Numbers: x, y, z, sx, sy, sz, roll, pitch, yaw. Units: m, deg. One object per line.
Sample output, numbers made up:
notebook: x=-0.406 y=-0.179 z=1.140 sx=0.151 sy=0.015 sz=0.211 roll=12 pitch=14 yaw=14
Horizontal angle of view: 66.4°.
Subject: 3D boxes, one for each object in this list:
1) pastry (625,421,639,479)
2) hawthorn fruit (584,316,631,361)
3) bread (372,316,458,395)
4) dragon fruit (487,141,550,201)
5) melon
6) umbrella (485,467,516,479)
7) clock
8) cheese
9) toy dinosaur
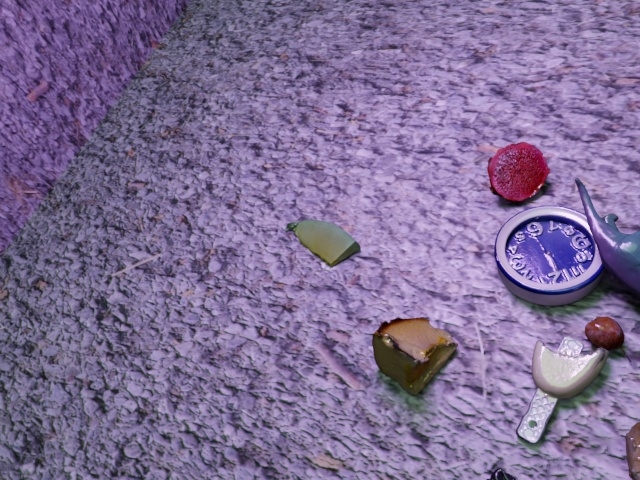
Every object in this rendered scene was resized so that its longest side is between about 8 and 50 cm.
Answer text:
pastry: x=0.621 y=0.377 z=0.813 sx=0.193 sy=0.093 sz=0.182 roll=-27 pitch=49 yaw=-1
hawthorn fruit: x=0.584 y=0.199 z=0.979 sx=0.067 sy=0.066 sz=0.103 roll=-38 pitch=61 yaw=-5
bread: x=0.201 y=0.226 z=1.061 sx=0.169 sy=0.160 sz=0.140 roll=-46 pitch=52 yaw=-11
dragon fruit: x=0.492 y=-0.176 z=1.265 sx=0.153 sy=0.153 sz=0.111 roll=-24 pitch=8 yaw=7
melon: x=-0.001 y=-0.001 z=1.399 sx=0.262 sy=0.053 sz=0.114 roll=24 pitch=87 yaw=39
umbrella: x=0.405 y=0.499 z=0.822 sx=0.273 sy=0.110 sz=0.122 roll=17 pitch=65 yaw=27
clock: x=0.518 y=0.032 z=1.112 sx=0.231 sy=0.083 sz=0.230 roll=-10 pitch=55 yaw=15
cheese: x=0.462 y=0.293 z=0.971 sx=0.127 sy=0.050 sz=0.235 roll=24 pitch=76 yaw=34
toy dinosaur: x=0.621 y=0.091 z=0.950 sx=0.384 sy=0.129 sz=0.330 roll=31 pitch=65 yaw=5
